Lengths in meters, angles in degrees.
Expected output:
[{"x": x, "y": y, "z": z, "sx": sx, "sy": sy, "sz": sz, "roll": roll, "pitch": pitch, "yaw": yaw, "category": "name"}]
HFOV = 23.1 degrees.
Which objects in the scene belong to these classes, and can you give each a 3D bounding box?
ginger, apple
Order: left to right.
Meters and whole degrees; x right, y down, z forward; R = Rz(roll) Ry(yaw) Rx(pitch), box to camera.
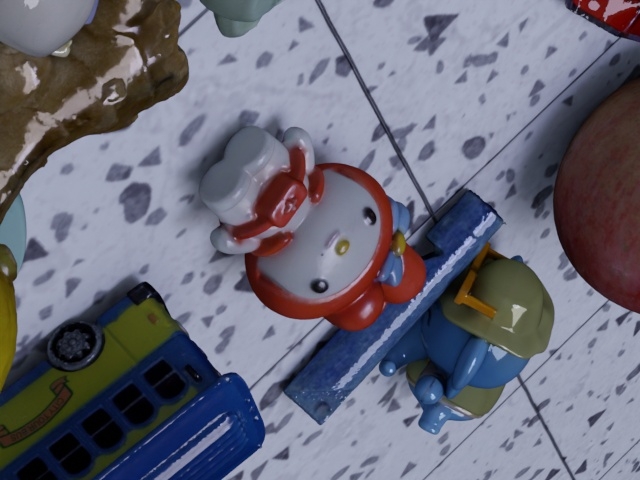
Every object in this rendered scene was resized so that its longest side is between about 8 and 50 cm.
[{"x": -0.188, "y": -0.112, "z": 1.179, "sx": 0.333, "sy": 0.081, "sz": 0.148, "roll": -50, "pitch": 149, "yaw": -4, "category": "ginger"}, {"x": 0.431, "y": -0.056, "z": 1.757, "sx": 0.345, "sy": 0.345, "sz": 0.269, "roll": -3, "pitch": 117, "yaw": -48, "category": "apple"}]

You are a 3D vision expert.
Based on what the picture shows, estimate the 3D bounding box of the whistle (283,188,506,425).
[{"x": 0.082, "y": 0.074, "z": 1.719, "sx": 0.304, "sy": 0.062, "sz": 0.062, "roll": -47, "pitch": 148, "yaw": 1, "category": "whistle"}]

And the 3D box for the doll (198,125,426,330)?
[{"x": 0.000, "y": 0.000, "z": 1.478, "sx": 0.290, "sy": 0.130, "sz": 0.161, "roll": 41, "pitch": 78, "yaw": -43, "category": "doll"}]

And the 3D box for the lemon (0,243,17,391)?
[{"x": -0.340, "y": 0.070, "z": 1.064, "sx": 0.263, "sy": 0.236, "sz": 0.236, "roll": -46, "pitch": 149, "yaw": -18, "category": "lemon"}]

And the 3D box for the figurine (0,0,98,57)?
[{"x": -0.156, "y": -0.241, "z": 1.038, "sx": 0.155, "sy": 0.127, "sz": 0.235, "roll": 27, "pitch": 104, "yaw": -47, "category": "figurine"}]

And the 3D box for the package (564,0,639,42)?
[{"x": 0.380, "y": -0.287, "z": 1.670, "sx": 0.269, "sy": 0.071, "sz": 0.194, "roll": 22, "pitch": 94, "yaw": -52, "category": "package"}]

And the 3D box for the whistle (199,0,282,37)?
[{"x": -0.048, "y": -0.215, "z": 1.092, "sx": 0.102, "sy": 0.105, "sz": 0.253, "roll": -12, "pitch": 160, "yaw": -10, "category": "whistle"}]

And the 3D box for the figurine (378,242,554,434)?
[{"x": 0.167, "y": 0.127, "z": 1.790, "sx": 0.180, "sy": 0.154, "sz": 0.262, "roll": -13, "pitch": 138, "yaw": -47, "category": "figurine"}]

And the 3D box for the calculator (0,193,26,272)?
[{"x": -0.279, "y": -0.001, "z": 1.255, "sx": 0.095, "sy": 0.021, "sz": 0.153, "roll": -28, "pitch": 147, "yaw": -28, "category": "calculator"}]

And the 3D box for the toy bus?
[{"x": -0.211, "y": 0.191, "z": 1.401, "sx": 0.288, "sy": 0.175, "sz": 0.138, "roll": -38, "pitch": 146, "yaw": -14, "category": "toy bus"}]
